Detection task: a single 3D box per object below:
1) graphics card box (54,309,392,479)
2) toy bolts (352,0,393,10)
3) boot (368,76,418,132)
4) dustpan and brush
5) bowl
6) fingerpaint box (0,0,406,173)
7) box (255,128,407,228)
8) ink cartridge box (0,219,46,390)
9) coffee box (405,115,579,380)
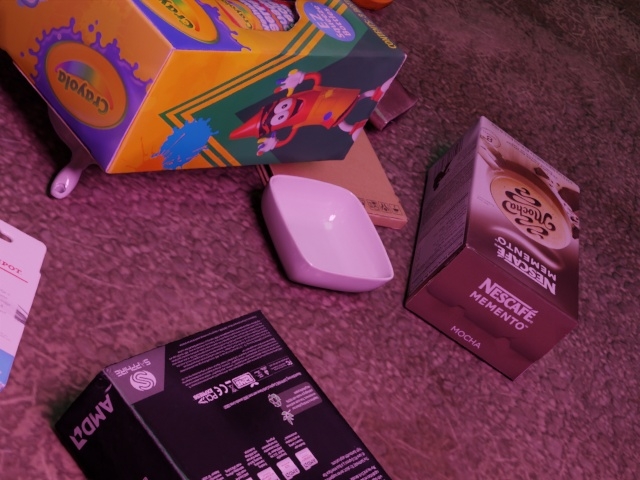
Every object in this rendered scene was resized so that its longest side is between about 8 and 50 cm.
[{"bbox_3d":[-0.032,0.247,1.339,0.371,0.094,0.232,52,34,12],"label":"graphics card box"},{"bbox_3d":[0.043,-0.453,2.257,0.228,0.158,0.218,40,71,-22],"label":"toy bolts"},{"bbox_3d":[0.011,-0.218,1.934,0.207,0.090,0.248,45,28,8],"label":"boot"},{"bbox_3d":[-0.230,-0.107,1.589,0.147,0.060,0.211,31,27,-6],"label":"dustpan and brush"},{"bbox_3d":[0.000,0.000,1.702,0.142,0.053,0.142,9,45,-41],"label":"bowl"},{"bbox_3d":[-0.186,-0.279,1.666,0.371,0.163,0.445,-6,47,-50],"label":"fingerpaint box"},{"bbox_3d":[-0.001,-0.093,1.840,0.201,0.021,0.164,9,45,-41],"label":"box"},{"bbox_3d":[-0.303,0.054,1.303,0.104,0.060,0.180,30,34,-18],"label":"ink cartridge box"},{"bbox_3d":[0.214,0.004,1.865,0.168,0.119,0.297,34,33,-14],"label":"coffee box"}]
